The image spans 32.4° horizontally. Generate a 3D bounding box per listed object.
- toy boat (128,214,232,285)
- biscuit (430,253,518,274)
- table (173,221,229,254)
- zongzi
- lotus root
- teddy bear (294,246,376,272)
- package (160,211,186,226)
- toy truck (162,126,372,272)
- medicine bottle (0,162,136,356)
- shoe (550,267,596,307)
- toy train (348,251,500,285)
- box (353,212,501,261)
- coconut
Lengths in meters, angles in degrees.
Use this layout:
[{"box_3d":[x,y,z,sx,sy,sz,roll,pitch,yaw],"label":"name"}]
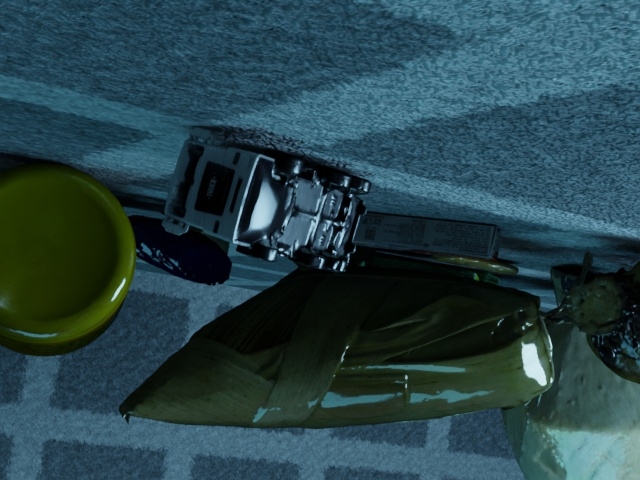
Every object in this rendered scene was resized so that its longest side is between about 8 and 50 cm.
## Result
[{"box_3d":[-0.279,-0.019,1.647,0.318,0.072,0.219,26,179,11],"label":"toy boat"},{"box_3d":[0.235,0.034,1.682,0.147,0.018,0.071,12,177,-21],"label":"biscuit"},{"box_3d":[-0.205,0.002,1.803,0.079,0.062,0.083,4,172,34],"label":"table"},{"box_3d":[0.075,0.178,1.392,0.500,0.218,0.467,2,-161,30],"label":"zongzi"},{"box_3d":[0.433,0.098,1.327,0.314,0.141,0.169,6,135,-36],"label":"lotus root"},{"box_3d":[-0.004,0.008,1.500,0.160,0.078,0.119,8,171,19],"label":"teddy bear"},{"box_3d":[-0.187,-0.033,1.597,0.083,0.029,0.059,13,-179,8],"label":"package"},{"box_3d":[-0.046,-0.035,1.061,0.125,0.101,0.242,19,-178,29],"label":"toy truck"},{"box_3d":[-0.371,0.045,1.487,0.224,0.224,0.384,10,166,-12],"label":"medicine bottle"},{"box_3d":[0.385,0.069,1.649,0.071,0.064,0.143,-10,180,-4],"label":"shoe"},{"box_3d":[0.122,0.084,1.744,0.330,0.138,0.178,9,172,14],"label":"toy train"},{"box_3d":[0.112,-0.007,1.366,0.218,0.039,0.055,7,173,18],"label":"box"},{"box_3d":[0.481,0.261,1.907,0.344,0.415,0.415,-12,176,-6],"label":"coconut"}]
